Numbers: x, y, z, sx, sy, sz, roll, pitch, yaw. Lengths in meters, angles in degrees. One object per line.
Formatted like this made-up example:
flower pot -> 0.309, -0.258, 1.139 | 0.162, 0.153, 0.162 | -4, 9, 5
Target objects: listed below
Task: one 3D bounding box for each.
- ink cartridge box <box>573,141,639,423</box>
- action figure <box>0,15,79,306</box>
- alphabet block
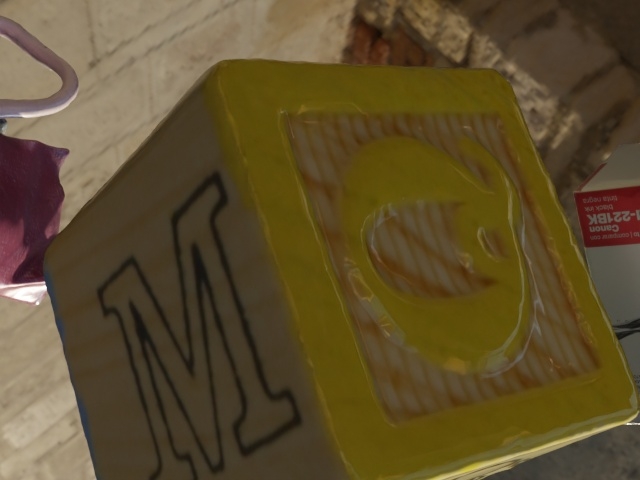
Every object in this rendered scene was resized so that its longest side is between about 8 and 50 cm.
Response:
ink cartridge box -> 0.382, 0.041, 1.184 | 0.114, 0.273, 0.197 | -7, -165, 33
action figure -> -0.328, -0.039, 0.873 | 0.276, 0.248, 0.370 | -59, 168, 9
alphabet block -> 0.000, 0.041, 0.540 | 0.192, 0.194, 0.197 | -8, 160, -39
